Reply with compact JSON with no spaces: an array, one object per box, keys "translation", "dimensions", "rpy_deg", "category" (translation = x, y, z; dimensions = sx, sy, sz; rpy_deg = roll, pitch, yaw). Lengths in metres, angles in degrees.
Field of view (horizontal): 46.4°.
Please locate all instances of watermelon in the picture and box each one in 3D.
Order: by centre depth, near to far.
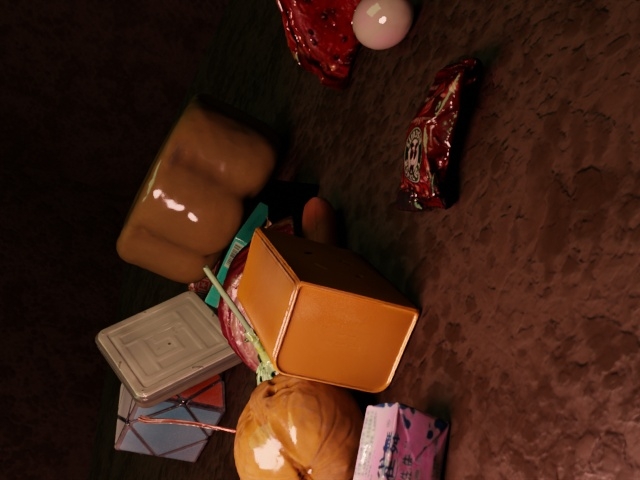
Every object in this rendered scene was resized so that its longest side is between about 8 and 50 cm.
[{"translation":[-0.068,-0.104,1.592],"dimensions":[0.121,0.098,0.158],"rpy_deg":[-55,24,37],"category":"watermelon"}]

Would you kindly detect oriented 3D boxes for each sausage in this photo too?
[{"translation":[0.000,0.000,1.369],"dimensions":[0.077,0.077,0.194],"rpy_deg":[-54,29,39],"category":"sausage"}]

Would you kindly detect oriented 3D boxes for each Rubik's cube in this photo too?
[{"translation":[-0.357,0.374,1.776],"dimensions":[0.205,0.205,0.207],"rpy_deg":[-60,26,30],"category":"Rubik's cube"}]

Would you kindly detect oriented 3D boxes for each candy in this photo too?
[{"translation":[0.095,0.283,0.900],"dimensions":[0.073,0.092,0.160],"rpy_deg":[-16,57,59],"category":"candy"},{"translation":[-0.120,0.166,1.281],"dimensions":[0.083,0.305,0.091],"rpy_deg":[-11,31,41],"category":"candy"}]

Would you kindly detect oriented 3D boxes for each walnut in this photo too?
[{"translation":[-0.032,0.284,1.078],"dimensions":[0.221,0.195,0.195],"rpy_deg":[-114,45,-67],"category":"walnut"}]

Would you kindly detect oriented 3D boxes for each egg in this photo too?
[{"translation":[0.114,-0.402,1.355],"dimensions":[0.135,0.103,0.103],"rpy_deg":[-17,58,63],"category":"egg"}]

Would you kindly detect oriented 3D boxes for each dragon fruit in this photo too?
[{"translation":[-0.013,-0.505,1.557],"dimensions":[0.228,0.286,0.329],"rpy_deg":[-122,44,-58],"category":"dragon fruit"}]

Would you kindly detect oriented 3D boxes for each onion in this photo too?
[{"translation":[-0.127,0.099,1.454],"dimensions":[0.280,0.146,0.314],"rpy_deg":[-122,37,-73],"category":"onion"}]

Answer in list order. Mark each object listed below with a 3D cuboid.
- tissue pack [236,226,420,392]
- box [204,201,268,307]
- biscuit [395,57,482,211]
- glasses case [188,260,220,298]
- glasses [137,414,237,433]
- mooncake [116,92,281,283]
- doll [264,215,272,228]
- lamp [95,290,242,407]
[{"translation":[-0.006,0.098,1.145],"dimensions":[0.145,0.195,0.274],"rpy_deg":[-69,21,9],"category":"tissue pack"},{"translation":[-0.195,0.036,1.769],"dimensions":[0.226,0.042,0.161],"rpy_deg":[-60,0,38],"category":"box"},{"translation":[0.170,-0.154,1.092],"dimensions":[0.151,0.063,0.235],"rpy_deg":[-155,78,-80],"category":"biscuit"},{"translation":[-0.323,0.067,2.104],"dimensions":[0.049,0.073,0.194],"rpy_deg":[179,108,-76],"category":"glasses case"},{"translation":[-0.227,0.443,1.341],"dimensions":[0.118,0.269,0.234],"rpy_deg":[132,152,-84],"category":"glasses"},{"translation":[-0.296,-0.119,1.822],"dimensions":[0.467,0.262,0.467],"rpy_deg":[-56,12,18],"category":"mooncake"},{"translation":[-0.105,0.003,1.654],"dimensions":[0.077,0.078,0.113],"rpy_deg":[32,81,25],"category":"doll"},{"translation":[-0.342,0.239,1.694],"dimensions":[0.269,0.267,0.047],"rpy_deg":[37,143,43],"category":"lamp"}]
